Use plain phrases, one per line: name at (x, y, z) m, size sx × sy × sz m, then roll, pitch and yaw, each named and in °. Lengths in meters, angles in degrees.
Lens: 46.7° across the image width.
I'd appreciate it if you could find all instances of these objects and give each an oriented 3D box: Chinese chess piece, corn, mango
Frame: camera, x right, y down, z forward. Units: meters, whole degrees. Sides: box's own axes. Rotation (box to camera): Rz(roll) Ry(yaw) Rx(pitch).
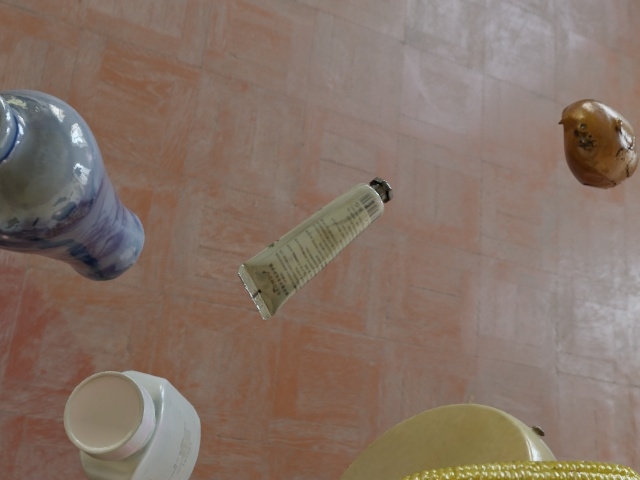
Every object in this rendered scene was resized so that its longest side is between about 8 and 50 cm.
Chinese chess piece at (0.126, 0.290, 0.763) m, size 0.273 × 0.273 × 0.102 m, roll -46°, pitch 113°, yaw -30°
corn at (0.154, 0.197, 0.550) m, size 0.206 × 0.067 × 0.067 m, roll 1°, pitch 75°, yaw -9°
mango at (0.265, -0.087, 0.696) m, size 0.127 × 0.063 × 0.077 m, roll 25°, pitch 57°, yaw -55°

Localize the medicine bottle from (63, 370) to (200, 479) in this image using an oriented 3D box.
medicine bottle at (-0.259, 0.279, 1.057) m, size 0.111 × 0.296 × 0.161 m, roll 12°, pitch 67°, yaw 9°

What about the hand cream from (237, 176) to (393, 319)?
hand cream at (0.000, 0.000, 0.918) m, size 0.234 × 0.050 × 0.080 m, roll -39°, pitch 116°, yaw -25°

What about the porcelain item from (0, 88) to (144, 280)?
porcelain item at (-0.251, -0.044, 0.687) m, size 0.141 × 0.259 × 0.141 m, roll -3°, pitch 69°, yaw 9°
